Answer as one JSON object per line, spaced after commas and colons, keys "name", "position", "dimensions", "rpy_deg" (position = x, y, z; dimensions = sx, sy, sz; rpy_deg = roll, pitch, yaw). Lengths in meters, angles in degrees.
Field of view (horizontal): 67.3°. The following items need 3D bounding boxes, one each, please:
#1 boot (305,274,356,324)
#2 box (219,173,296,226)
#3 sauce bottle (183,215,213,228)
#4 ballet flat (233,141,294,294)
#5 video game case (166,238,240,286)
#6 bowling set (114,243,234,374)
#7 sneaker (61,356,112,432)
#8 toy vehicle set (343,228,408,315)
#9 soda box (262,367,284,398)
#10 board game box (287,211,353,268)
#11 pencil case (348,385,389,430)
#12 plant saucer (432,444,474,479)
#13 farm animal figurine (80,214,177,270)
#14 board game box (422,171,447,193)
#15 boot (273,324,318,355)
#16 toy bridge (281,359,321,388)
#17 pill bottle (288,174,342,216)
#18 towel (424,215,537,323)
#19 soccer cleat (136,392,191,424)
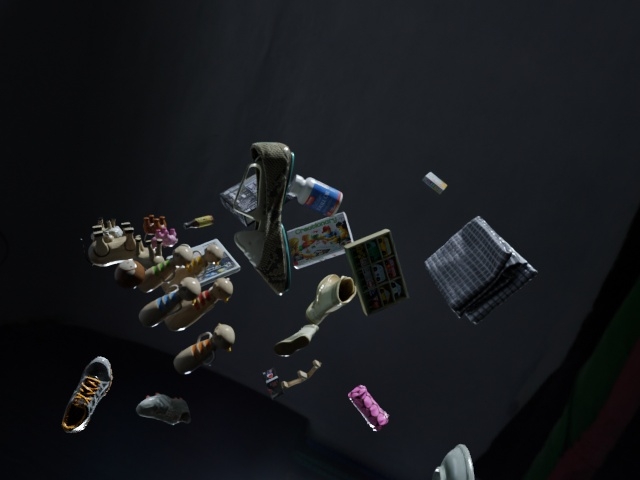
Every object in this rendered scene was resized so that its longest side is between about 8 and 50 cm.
{"name": "boot", "position": [0.061, 0.189, 1.837], "dimensions": [0.203, 0.095, 0.262], "rpy_deg": [-41, -172, 39]}
{"name": "box", "position": [-0.309, -0.224, 2.386], "dimensions": [0.307, 0.242, 0.077], "rpy_deg": [-34, 138, -22]}
{"name": "sauce bottle", "position": [-0.530, -0.077, 2.092], "dimensions": [0.128, 0.042, 0.042], "rpy_deg": [-18, 140, -35]}
{"name": "ballet flat", "position": [-0.185, -0.074, 1.502], "dimensions": [0.164, 0.181, 0.484], "rpy_deg": [167, -74, -65]}
{"name": "video game case", "position": [-0.396, 0.080, 1.625], "dimensions": [0.190, 0.173, 0.022], "rpy_deg": [-23, 137, -29]}
{"name": "bowling set", "position": [-0.270, 0.090, 0.918], "dimensions": [0.154, 0.287, 0.200], "rpy_deg": [-33, 139, 4]}
{"name": "sneaker", "position": [-0.649, 0.432, 1.339], "dimensions": [0.083, 0.084, 0.215], "rpy_deg": [134, -25, -75]}
{"name": "toy vehicle set", "position": [0.195, 0.112, 1.662], "dimensions": [0.035, 0.165, 0.267], "rpy_deg": [-143, -148, -68]}
{"name": "soda box", "position": [-0.203, 0.616, 2.065], "dimensions": [0.060, 0.053, 0.169], "rpy_deg": [-25, 140, -13]}
{"name": "board game box", "position": [0.000, 0.000, 2.336], "dimensions": [0.053, 0.305, 0.193], "rpy_deg": [53, 20, -62]}
{"name": "pencil case", "position": [0.224, 0.768, 2.223], "dimensions": [0.098, 0.209, 0.095], "rpy_deg": [-39, -172, -12]}
{"name": "plant saucer", "position": [0.478, 0.970, 1.795], "dimensions": [0.400, 0.100, 0.401], "rpy_deg": [7, 90, -85]}
{"name": "farm animal figurine", "position": [-0.668, 0.037, 1.709], "dimensions": [0.330, 0.326, 0.173], "rpy_deg": [-121, -149, -68]}
{"name": "board game box", "position": [0.531, -0.267, 2.228], "dimensions": [0.026, 0.103, 0.154], "rpy_deg": [-53, 173, 24]}
{"name": "boot", "position": [-0.119, 0.497, 2.414], "dimensions": [0.213, 0.077, 0.165], "rpy_deg": [-26, -176, 24]}
{"name": "toy bridge", "position": [-0.073, 0.565, 2.016], "dimensions": [0.188, 0.026, 0.063], "rpy_deg": [-35, 141, 9]}
{"name": "pill bottle", "position": [-0.025, -0.199, 2.104], "dimensions": [0.124, 0.221, 0.124], "rpy_deg": [-59, -164, 28]}
{"name": "towel", "position": [0.438, 0.075, 1.382], "dimensions": [0.235, 0.121, 0.284], "rpy_deg": [-43, -157, 14]}
{"name": "soccer cleat", "position": [-0.425, 0.470, 1.328], "dimensions": [0.068, 0.076, 0.196], "rpy_deg": [-46, 151, 1]}
